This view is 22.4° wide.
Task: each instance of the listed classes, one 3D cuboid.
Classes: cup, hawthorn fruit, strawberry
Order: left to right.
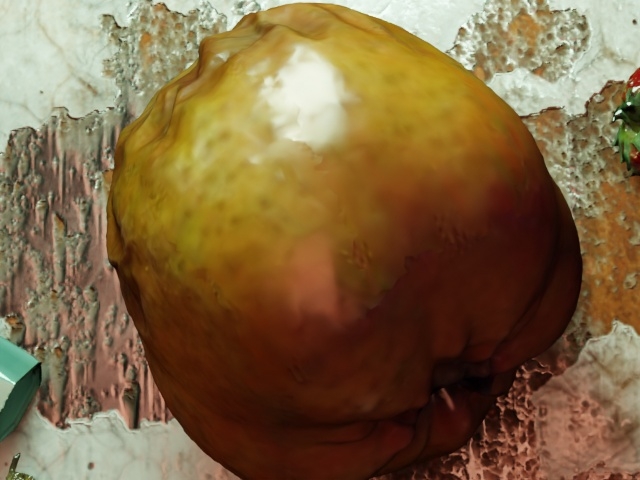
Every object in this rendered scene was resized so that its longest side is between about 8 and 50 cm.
[{"bbox_3d":[-0.427,0.124,1.757,0.236,0.134,0.148,27,61,5],"label":"cup"},{"bbox_3d":[0.000,0.000,1.526,0.472,0.472,0.471,-2,82,11],"label":"hawthorn fruit"},{"bbox_3d":[0.373,-0.127,1.638,0.148,0.131,0.131,-21,77,-23],"label":"strawberry"}]

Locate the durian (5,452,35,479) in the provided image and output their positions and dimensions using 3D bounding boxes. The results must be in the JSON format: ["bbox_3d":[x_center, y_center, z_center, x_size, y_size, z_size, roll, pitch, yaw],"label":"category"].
[{"bbox_3d":[-0.329,0.302,1.735,0.071,0.110,0.140,25,75,-20],"label":"durian"}]
